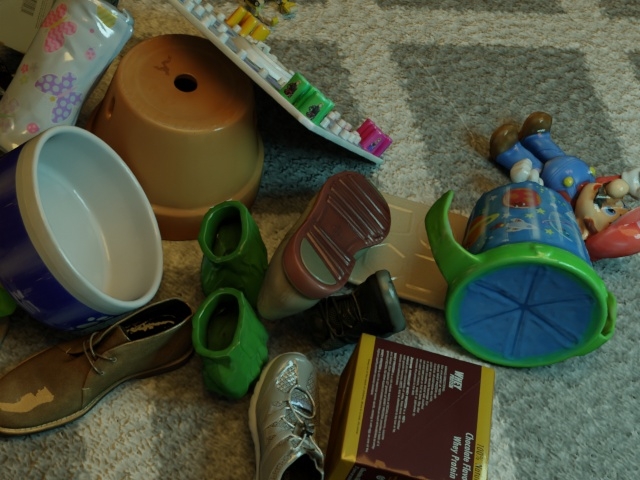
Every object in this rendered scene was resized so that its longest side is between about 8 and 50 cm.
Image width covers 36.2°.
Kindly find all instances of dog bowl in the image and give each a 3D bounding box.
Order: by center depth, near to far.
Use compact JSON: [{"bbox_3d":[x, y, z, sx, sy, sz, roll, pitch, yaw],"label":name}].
[{"bbox_3d":[-0.331,-0.015,1.319,0.104,0.265,0.264,-24,54,20],"label":"dog bowl"}]

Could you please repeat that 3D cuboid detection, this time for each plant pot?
[{"bbox_3d":[-0.217,-0.174,1.498,0.291,0.203,0.290,7,55,-11],"label":"plant pot"}]

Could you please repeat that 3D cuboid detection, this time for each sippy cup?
[{"bbox_3d":[0.309,0.036,1.494,0.240,0.305,0.224,-11,39,19],"label":"sippy cup"}]

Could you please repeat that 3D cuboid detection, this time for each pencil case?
[{"bbox_3d":[-0.380,-0.234,1.429,0.124,0.113,0.273,29,92,20],"label":"pencil case"}]

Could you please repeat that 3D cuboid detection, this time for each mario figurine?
[{"bbox_3d":[0.441,-0.107,1.646,0.198,0.170,0.320,-42,62,1],"label":"mario figurine"}]

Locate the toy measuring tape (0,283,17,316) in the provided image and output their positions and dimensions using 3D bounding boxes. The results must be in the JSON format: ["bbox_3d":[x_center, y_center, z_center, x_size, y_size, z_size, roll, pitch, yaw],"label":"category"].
[{"bbox_3d":[-0.431,-0.025,1.370,0.122,0.121,0.330,17,46,-3],"label":"toy measuring tape"}]

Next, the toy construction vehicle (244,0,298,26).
[{"bbox_3d":[-0.098,-0.444,1.832,0.098,0.035,0.086,42,45,12],"label":"toy construction vehicle"}]

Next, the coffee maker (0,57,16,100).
[{"bbox_3d":[-0.543,-0.225,1.515,0.178,0.120,0.171,43,79,17],"label":"coffee maker"}]

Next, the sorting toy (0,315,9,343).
[{"bbox_3d":[-0.593,0.141,1.272,0.307,0.041,0.229,18,53,-3],"label":"sorting toy"}]

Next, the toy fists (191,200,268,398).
[{"bbox_3d":[-0.125,0.086,1.382,0.096,0.142,0.279,-11,53,12],"label":"toy fists"}]

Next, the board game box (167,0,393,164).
[{"bbox_3d":[-0.075,-0.285,1.546,0.390,0.390,0.050,44,100,16],"label":"board game box"}]

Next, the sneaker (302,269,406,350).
[{"bbox_3d":[0.047,0.104,1.371,0.130,0.227,0.087,-15,79,-7],"label":"sneaker"}]

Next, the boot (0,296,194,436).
[{"bbox_3d":[-0.304,0.155,1.298,0.305,0.115,0.112,-24,67,-27],"label":"boot"}]

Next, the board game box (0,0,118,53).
[{"bbox_3d":[-0.435,-0.403,1.566,0.142,0.144,0.275,24,22,3],"label":"board game box"}]

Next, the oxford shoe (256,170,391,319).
[{"bbox_3d":[0.000,0.000,1.430,0.123,0.130,0.348,50,32,-2],"label":"oxford shoe"}]

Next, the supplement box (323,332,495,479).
[{"bbox_3d":[0.119,0.259,1.329,0.194,0.129,0.191,15,53,-4],"label":"supplement box"}]

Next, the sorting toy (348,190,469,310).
[{"bbox_3d":[0.142,0.017,1.569,0.208,0.038,0.193,19,53,-7],"label":"sorting toy"}]

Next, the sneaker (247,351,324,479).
[{"bbox_3d":[-0.028,0.273,1.274,0.105,0.115,0.281,22,54,-29],"label":"sneaker"}]
